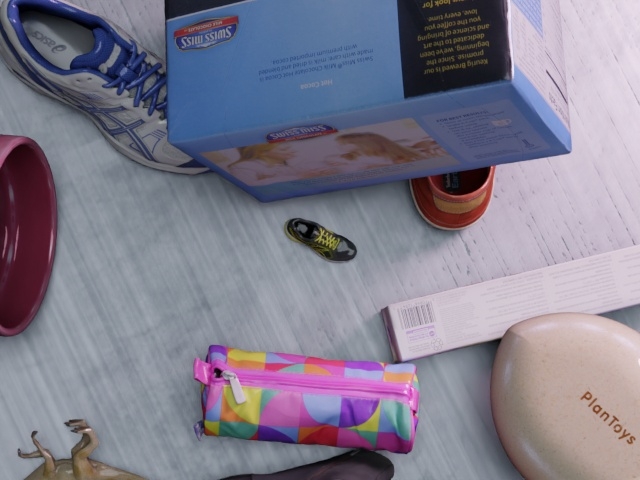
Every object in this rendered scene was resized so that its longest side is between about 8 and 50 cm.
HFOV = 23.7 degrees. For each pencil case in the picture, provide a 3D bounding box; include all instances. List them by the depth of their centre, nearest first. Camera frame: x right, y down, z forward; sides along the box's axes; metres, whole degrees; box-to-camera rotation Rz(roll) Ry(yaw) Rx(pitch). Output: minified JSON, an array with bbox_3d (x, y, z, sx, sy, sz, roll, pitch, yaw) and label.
[{"bbox_3d":[-0.014,0.164,1.569,0.236,0.104,0.104,5,82,-3],"label":"pencil case"}]

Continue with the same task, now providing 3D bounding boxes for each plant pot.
[{"bbox_3d":[-0.384,-0.009,1.534,0.180,0.201,0.201,4,82,12],"label":"plant pot"}]

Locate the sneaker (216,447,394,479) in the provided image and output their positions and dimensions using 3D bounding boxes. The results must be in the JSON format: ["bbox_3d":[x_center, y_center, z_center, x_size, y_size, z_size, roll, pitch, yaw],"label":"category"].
[{"bbox_3d":[-0.035,0.272,1.579,0.222,0.118,0.083,-6,100,23],"label":"sneaker"}]

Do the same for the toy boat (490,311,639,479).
[{"bbox_3d":[0.235,0.227,1.546,0.318,0.148,0.267,-39,69,0],"label":"toy boat"}]

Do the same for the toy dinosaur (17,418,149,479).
[{"bbox_3d":[-0.248,0.236,1.581,0.183,0.053,0.093,-5,98,2],"label":"toy dinosaur"}]

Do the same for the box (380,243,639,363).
[{"bbox_3d":[0.227,0.064,1.628,0.324,0.063,0.067,-14,85,-6],"label":"box"}]

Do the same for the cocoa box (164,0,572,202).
[{"bbox_3d":[0.048,-0.191,1.488,0.347,0.231,0.228,-8,73,21],"label":"cocoa box"}]

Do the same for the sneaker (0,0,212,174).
[{"bbox_3d":[-0.211,-0.162,1.590,0.296,0.131,0.112,25,79,-2],"label":"sneaker"}]

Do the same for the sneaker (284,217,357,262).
[{"bbox_3d":[0.000,0.000,1.631,0.083,0.035,0.031,22,82,-2],"label":"sneaker"}]

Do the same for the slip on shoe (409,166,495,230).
[{"bbox_3d":[0.137,-0.179,1.635,0.123,0.101,0.331,-3,81,-3],"label":"slip on shoe"}]
